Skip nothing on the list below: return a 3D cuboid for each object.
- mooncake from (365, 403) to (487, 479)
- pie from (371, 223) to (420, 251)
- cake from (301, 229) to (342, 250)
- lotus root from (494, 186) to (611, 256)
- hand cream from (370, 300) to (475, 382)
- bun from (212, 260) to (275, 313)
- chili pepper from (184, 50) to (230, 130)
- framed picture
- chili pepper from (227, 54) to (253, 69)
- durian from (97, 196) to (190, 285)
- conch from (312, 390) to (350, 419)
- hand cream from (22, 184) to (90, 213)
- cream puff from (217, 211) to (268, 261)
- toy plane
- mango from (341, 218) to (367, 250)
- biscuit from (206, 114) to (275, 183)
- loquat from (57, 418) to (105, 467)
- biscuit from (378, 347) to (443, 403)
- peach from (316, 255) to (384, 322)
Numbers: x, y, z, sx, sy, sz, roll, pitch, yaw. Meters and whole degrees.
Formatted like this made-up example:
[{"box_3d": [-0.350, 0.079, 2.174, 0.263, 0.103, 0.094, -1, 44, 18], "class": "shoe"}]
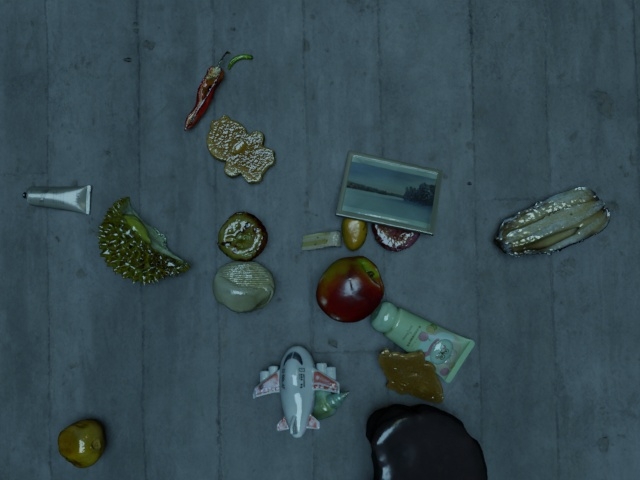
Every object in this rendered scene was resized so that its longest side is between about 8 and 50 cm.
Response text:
[{"box_3d": [0.275, 0.643, 1.408, 0.351, 0.212, 0.381, 13, 86, -5], "class": "mooncake"}, {"box_3d": [0.226, -0.040, 1.512, 0.154, 0.038, 0.153, 0, 87, -2], "class": "pie"}, {"box_3d": [0.000, 0.000, 1.503, 0.121, 0.065, 0.052, -5, 86, 6], "class": "cake"}, {"box_3d": [0.671, -0.034, 1.501, 0.330, 0.078, 0.167, -20, 66, 1], "class": "lotus root"}, {"box_3d": [0.289, 0.284, 1.489, 0.306, 0.093, 0.147, 31, 93, -8], "class": "hand cream"}, {"box_3d": [-0.219, 0.142, 1.464, 0.173, 0.166, 0.113, 20, 125, 10], "class": "bun"}, {"box_3d": [-0.334, -0.439, 1.513, 0.059, 0.050, 0.267, 25, 90, 21], "class": "chili pepper"}, {"box_3d": [0.204, -0.140, 1.496, 0.289, 0.016, 0.213, 12, 72, 0], "class": "framed picture"}, {"box_3d": [-0.243, -0.540, 1.532, 0.083, 0.017, 0.030, -19, 90, -1], "class": "chili pepper"}, {"box_3d": [-0.523, 0.019, 1.469, 0.306, 0.166, 0.172, 37, 119, 6], "class": "durian"}, {"box_3d": [0.006, 0.473, 1.484, 0.180, 0.065, 0.088, -30, 91, 8], "class": "conch"}, {"box_3d": [-0.776, -0.126, 1.506, 0.186, 0.054, 0.087, 3, 93, -7], "class": "hand cream"}, {"box_3d": [-0.224, -0.007, 1.485, 0.149, 0.084, 0.149, -1, 79, 4], "class": "cream puff"}, {"box_3d": [-0.067, 0.422, 1.441, 0.252, 0.118, 0.252, -5, 65, 12], "class": "toy plane"}, {"box_3d": [0.099, -0.026, 1.502, 0.079, 0.057, 0.114, 6, 91, -7], "class": "mango"}, {"box_3d": [-0.244, -0.270, 1.517, 0.225, 0.036, 0.166, 35, 88, 3], "class": "biscuit"}, {"box_3d": [-0.683, 0.578, 1.457, 0.137, 0.113, 0.137, 4, 103, 17], "class": "loquat"}, {"box_3d": [0.266, 0.392, 1.482, 0.250, 0.035, 0.162, 42, 117, -12], "class": "biscuit"}, {"box_3d": [0.078, 0.144, 1.440, 0.197, 0.197, 0.197, 0, 89, 0], "class": "peach"}]
